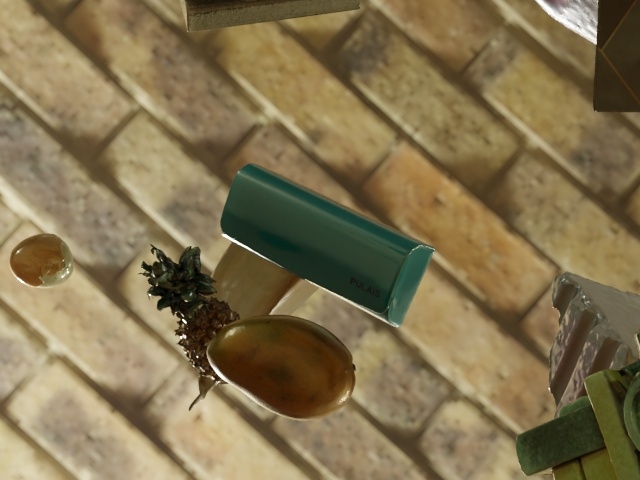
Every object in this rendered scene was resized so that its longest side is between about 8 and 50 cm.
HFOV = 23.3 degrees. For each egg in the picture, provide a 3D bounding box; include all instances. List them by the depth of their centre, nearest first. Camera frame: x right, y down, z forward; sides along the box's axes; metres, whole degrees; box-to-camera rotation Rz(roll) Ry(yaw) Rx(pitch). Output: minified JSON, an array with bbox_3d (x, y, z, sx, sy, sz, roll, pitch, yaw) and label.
[{"bbox_3d":[-0.357,0.027,1.981,0.083,0.071,0.071,-15,-139,-41],"label":"egg"}]

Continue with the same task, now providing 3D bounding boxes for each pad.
[{"bbox_3d":[0.347,-0.189,1.337,0.243,0.164,0.004,-1,-173,-18],"label":"pad"}]

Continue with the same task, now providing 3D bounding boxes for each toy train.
[{"bbox_3d":[0.332,0.273,1.408,0.160,0.253,0.397,-2,-112,-40],"label":"toy train"}]

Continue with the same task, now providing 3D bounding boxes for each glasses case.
[{"bbox_3d":[-0.060,-0.292,1.796,0.047,0.205,0.071,95,163,-51],"label":"glasses case"},{"bbox_3d":[-0.001,0.002,2.047,0.301,0.117,0.070,25,-175,32],"label":"glasses case"}]

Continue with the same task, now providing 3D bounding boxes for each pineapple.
[{"bbox_3d":[-0.137,0.094,1.818,0.103,0.083,0.221,49,171,44],"label":"pineapple"}]

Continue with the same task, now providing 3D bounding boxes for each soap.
[{"bbox_3d":[0.372,0.230,2.065,0.159,0.302,0.258,11,-156,-22],"label":"soap"}]

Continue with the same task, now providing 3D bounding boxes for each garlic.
[{"bbox_3d":[-0.106,0.091,2.293,0.151,0.338,0.196,42,178,-12],"label":"garlic"}]

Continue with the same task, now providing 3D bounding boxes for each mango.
[{"bbox_3d":[-0.038,0.135,1.720,0.163,0.111,0.089,34,-174,-10],"label":"mango"}]

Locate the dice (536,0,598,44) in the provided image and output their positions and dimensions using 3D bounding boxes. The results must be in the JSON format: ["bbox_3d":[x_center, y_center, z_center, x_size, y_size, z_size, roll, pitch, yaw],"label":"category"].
[{"bbox_3d":[0.393,-0.397,1.824,0.271,0.270,0.270,35,155,29],"label":"dice"}]
